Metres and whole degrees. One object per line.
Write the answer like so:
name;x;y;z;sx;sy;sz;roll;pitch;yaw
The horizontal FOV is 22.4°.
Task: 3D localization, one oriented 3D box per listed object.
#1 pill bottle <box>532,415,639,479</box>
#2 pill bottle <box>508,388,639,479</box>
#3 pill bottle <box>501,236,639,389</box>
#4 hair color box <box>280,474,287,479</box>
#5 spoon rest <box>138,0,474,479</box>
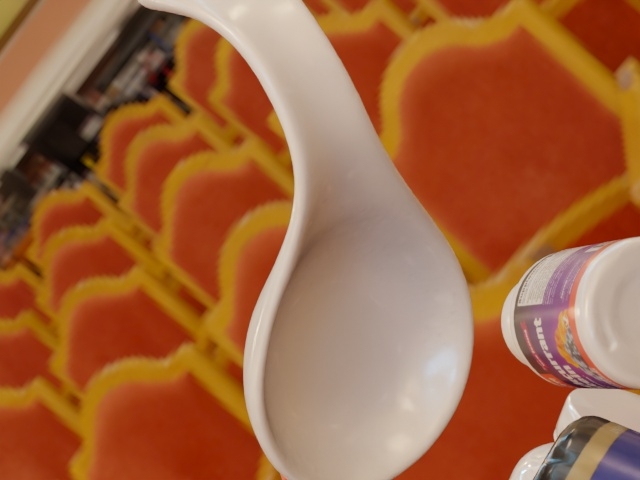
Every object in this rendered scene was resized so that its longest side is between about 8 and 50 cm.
pill bottle;0.214;0.184;0.836;0.123;0.219;0.123;-47;-32;-42
pill bottle;0.251;0.320;1.566;0.188;0.188;0.334;-91;18;-69
pill bottle;0.206;0.057;1.203;0.108;0.108;0.193;-56;9;-12
hair color box;0.038;0.194;0.970;0.053;0.167;0.093;-29;22;1
spoon rest;0.000;0.000;0.758;0.137;0.276;0.084;-33;26;-26
